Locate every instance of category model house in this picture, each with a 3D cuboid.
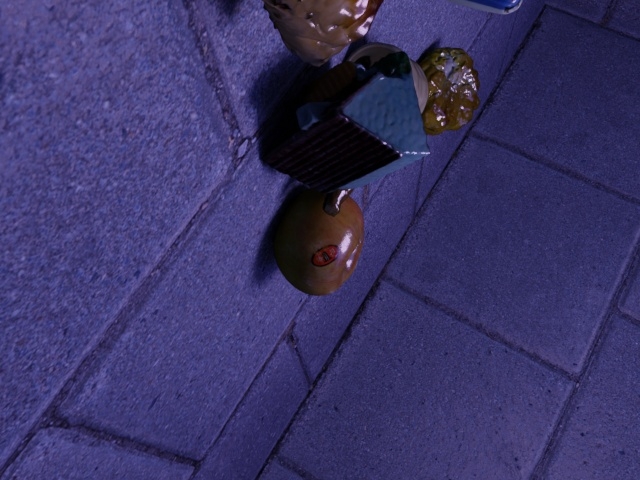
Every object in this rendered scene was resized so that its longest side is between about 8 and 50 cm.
[{"bbox_3d":[0.017,-0.223,1.198,0.249,0.229,0.281,-4,168,-37],"label":"model house"}]

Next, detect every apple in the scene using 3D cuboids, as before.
[{"bbox_3d":[0.000,0.000,1.507,0.260,0.194,0.260,-57,165,-25],"label":"apple"}]

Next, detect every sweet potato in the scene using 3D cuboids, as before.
[{"bbox_3d":[0.066,-0.175,1.442,0.112,0.085,0.285,114,-10,-54],"label":"sweet potato"}]

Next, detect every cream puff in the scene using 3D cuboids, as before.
[{"bbox_3d":[0.365,-0.467,1.953,0.282,0.185,0.281,-8,104,-32],"label":"cream puff"}]

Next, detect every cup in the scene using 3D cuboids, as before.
[{"bbox_3d":[0.167,-0.310,1.418,0.173,0.255,0.202,-29,173,20],"label":"cup"}]

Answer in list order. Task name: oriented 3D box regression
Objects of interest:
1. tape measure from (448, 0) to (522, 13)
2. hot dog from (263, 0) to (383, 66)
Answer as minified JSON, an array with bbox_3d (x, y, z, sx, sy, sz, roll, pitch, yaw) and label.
[{"bbox_3d":[0.373,-0.671,1.446,0.262,0.259,0.138,-66,165,-2],"label":"tape measure"},{"bbox_3d":[-0.011,-0.443,0.727,0.367,0.196,0.365,-68,166,2],"label":"hot dog"}]
